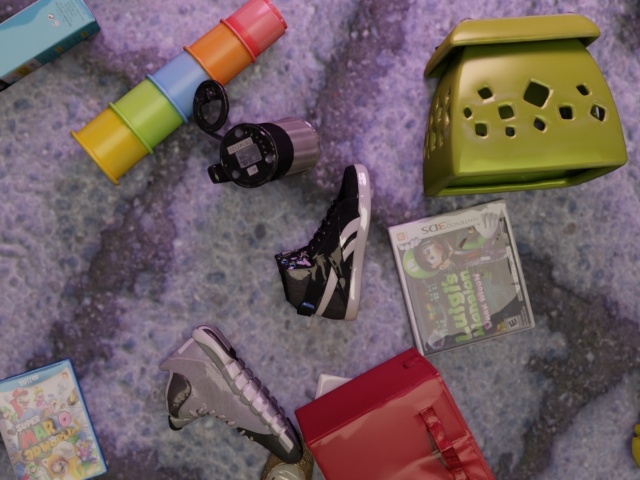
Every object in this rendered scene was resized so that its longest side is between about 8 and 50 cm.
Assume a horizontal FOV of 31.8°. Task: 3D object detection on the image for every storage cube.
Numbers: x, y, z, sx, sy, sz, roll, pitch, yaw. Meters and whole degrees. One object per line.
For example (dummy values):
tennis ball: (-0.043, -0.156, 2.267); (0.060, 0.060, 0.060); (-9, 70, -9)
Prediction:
storage cube: (0.095, 0.276, 1.484); (0.193, 0.215, 0.183); (-28, 97, -2)

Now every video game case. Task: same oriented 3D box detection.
video game case: (0.199, 0.053, 1.581); (0.173, 0.022, 0.190); (-14, 94, -5)
video game case: (-0.373, 0.257, 1.531); (0.119, 0.015, 0.166); (-18, 94, -5)

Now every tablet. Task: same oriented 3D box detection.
tablet: (0.018, 0.232, 1.577); (0.054, 0.006, 0.083); (11, 92, -7)

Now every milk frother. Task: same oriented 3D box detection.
milk frother: (-0.088, -0.146, 1.482); (0.129, 0.135, 0.143); (-3, 98, 24)

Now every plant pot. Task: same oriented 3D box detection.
plant pot: (0.253, -0.176, 1.482); (0.228, 0.227, 0.207); (-5, 86, -5)

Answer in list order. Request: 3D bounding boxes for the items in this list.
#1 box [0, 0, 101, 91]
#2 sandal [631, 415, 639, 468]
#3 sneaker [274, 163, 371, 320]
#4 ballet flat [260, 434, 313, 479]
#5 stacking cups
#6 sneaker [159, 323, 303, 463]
box: (-0.408, -0.241, 1.461); (0.244, 0.100, 0.060); (-33, 96, -4)
sandal: (0.580, 0.230, 1.585); (0.317, 0.126, 0.138); (-41, 100, -2)
sneaker: (0.000, 0.000, 1.528); (0.121, 0.079, 0.216); (4, 93, -8)
ballet flat: (-0.060, 0.369, 1.544); (0.073, 0.067, 0.206); (20, 90, -7)
stacking cups: (-0.186, -0.212, 1.493); (0.316, 0.096, 0.096); (-43, 96, -4)
sneaker: (-0.134, 0.237, 1.530); (0.132, 0.086, 0.228); (-38, 86, 1)
